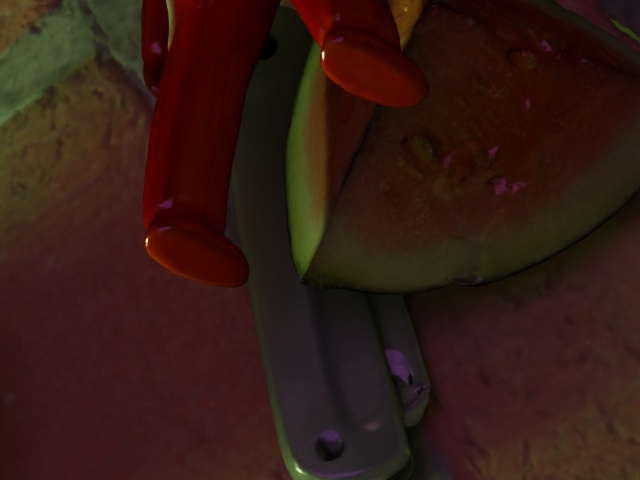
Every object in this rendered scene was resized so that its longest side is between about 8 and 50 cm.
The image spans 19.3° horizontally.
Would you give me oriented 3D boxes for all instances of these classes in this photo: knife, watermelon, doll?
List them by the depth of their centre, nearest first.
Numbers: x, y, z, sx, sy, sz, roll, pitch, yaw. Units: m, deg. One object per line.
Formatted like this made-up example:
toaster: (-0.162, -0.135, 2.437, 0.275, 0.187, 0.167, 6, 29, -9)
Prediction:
watermelon: (0.076, -0.059, 0.857, 0.137, 0.145, 0.193, 138, 144, -60)
doll: (-0.032, -0.163, 0.894, 0.188, 0.099, 0.384, -43, 38, 35)
knife: (-0.003, 0.000, 0.898, 0.073, 0.040, 0.265, -18, 62, 7)
